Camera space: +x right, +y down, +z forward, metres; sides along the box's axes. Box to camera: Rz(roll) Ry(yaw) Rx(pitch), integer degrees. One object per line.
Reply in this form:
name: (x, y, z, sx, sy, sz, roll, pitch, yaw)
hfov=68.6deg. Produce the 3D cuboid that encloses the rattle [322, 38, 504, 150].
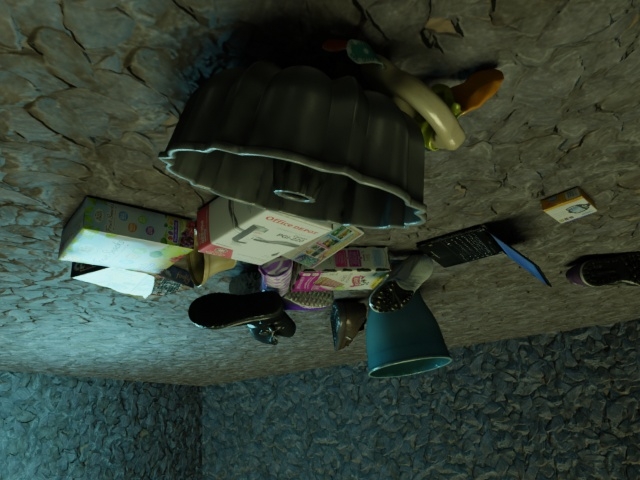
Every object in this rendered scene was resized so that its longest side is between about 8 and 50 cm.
rattle: (0.121, -0.213, 0.564, 0.143, 0.130, 0.199, -42, 109, 18)

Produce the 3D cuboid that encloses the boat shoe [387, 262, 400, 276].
boat shoe: (0.239, 0.082, 1.320, 0.135, 0.050, 0.045, 3, 168, -16)

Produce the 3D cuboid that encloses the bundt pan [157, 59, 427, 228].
bundt pan: (-0.021, -0.112, 0.589, 0.331, 0.124, 0.331, 11, 173, 1)

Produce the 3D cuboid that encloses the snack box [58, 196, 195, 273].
snack box: (-0.382, -0.001, 0.927, 0.207, 0.070, 0.174, 15, 151, -37)

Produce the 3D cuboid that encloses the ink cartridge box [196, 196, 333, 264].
ink cartridge box: (-0.107, -0.038, 0.879, 0.158, 0.092, 0.218, 16, 147, -43)

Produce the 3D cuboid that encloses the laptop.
laptop: (0.418, 0.065, 1.197, 0.264, 0.136, 0.234, -18, 154, 27)

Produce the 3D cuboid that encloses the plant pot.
plant pot: (0.271, 0.299, 1.563, 0.271, 0.255, 0.271, -7, 154, -3)

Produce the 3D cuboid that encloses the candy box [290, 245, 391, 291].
candy box: (0.046, 0.076, 1.218, 0.233, 0.071, 0.159, -1, 157, -13)

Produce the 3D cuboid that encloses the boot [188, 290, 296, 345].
boot: (-0.197, 0.215, 1.232, 0.246, 0.094, 0.207, -7, 147, 2)

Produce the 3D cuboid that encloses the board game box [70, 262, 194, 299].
board game box: (-0.453, 0.088, 1.157, 0.165, 0.042, 0.243, -13, 156, 18)

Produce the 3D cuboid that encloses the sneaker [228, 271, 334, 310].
sneaker: (-0.112, 0.153, 1.336, 0.293, 0.102, 0.146, 6, 156, -9)

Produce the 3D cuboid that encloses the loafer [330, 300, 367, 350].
loafer: (0.111, 0.323, 1.746, 0.130, 0.134, 0.366, -7, 157, -4)

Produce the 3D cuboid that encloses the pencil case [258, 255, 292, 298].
pencil case: (-0.118, 0.084, 1.172, 0.088, 0.086, 0.206, -31, 163, -19)

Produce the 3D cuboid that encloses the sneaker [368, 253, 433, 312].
sneaker: (0.202, 0.113, 1.213, 0.237, 0.085, 0.086, -34, -170, -35)

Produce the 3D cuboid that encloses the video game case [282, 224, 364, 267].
video game case: (0.000, 0.000, 1.036, 0.157, 0.019, 0.143, -35, 148, 19)

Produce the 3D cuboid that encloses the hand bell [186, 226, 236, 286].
hand bell: (-0.159, 0.024, 1.032, 0.242, 0.126, 0.126, -5, 161, -33)

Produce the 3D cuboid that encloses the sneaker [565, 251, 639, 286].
sneaker: (0.923, 0.095, 1.483, 0.283, 0.107, 0.124, 1, 172, -6)

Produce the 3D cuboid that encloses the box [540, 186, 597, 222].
box: (0.554, -0.075, 1.040, 0.081, 0.028, 0.136, -24, 154, 37)
